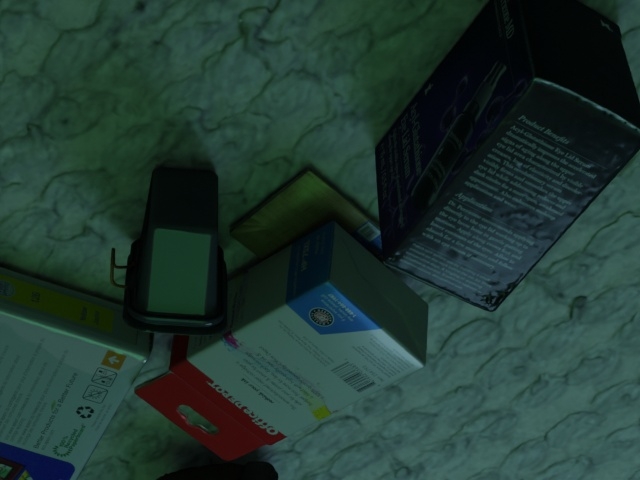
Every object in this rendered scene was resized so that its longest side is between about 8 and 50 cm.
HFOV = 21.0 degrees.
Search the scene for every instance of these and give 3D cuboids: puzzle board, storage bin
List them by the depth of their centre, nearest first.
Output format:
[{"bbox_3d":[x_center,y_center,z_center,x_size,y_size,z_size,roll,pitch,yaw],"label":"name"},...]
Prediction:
[{"bbox_3d":[-0.121,0.002,1.408,0.098,0.135,0.091,5,118,-6],"label":"storage bin"},{"bbox_3d":[0.000,0.000,1.480,0.096,0.011,0.128,-38,122,24],"label":"puzzle board"}]

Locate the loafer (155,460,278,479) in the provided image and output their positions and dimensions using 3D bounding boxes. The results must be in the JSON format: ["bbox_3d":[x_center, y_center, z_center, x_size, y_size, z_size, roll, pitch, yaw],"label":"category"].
[{"bbox_3d":[-0.129,0.346,1.702,0.130,0.134,0.366,13,124,1],"label":"loafer"}]

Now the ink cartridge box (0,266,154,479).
[{"bbox_3d":[-0.349,0.139,1.549,0.307,0.072,0.303,21,127,-16],"label":"ink cartridge box"}]

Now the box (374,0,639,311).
[{"bbox_3d":[0.142,-0.075,1.332,0.108,0.153,0.207,24,124,-20],"label":"box"}]

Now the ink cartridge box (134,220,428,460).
[{"bbox_3d":[-0.036,0.094,1.503,0.231,0.078,0.134,-29,125,29],"label":"ink cartridge box"}]
